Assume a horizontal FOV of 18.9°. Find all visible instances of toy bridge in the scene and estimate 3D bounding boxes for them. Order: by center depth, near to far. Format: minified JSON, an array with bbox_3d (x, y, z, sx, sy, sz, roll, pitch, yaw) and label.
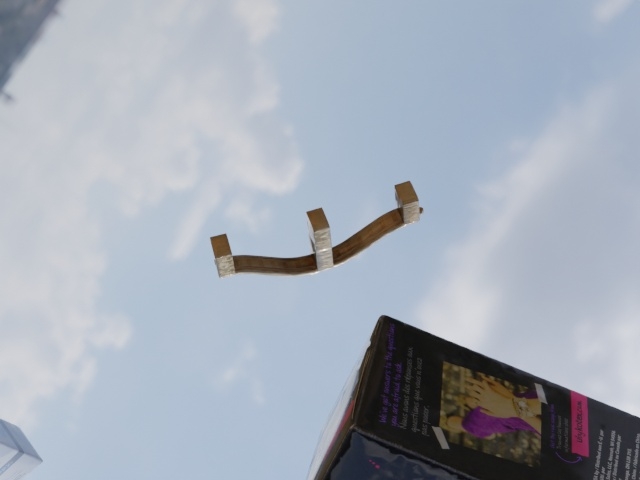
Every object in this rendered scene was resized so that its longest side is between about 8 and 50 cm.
[{"bbox_3d":[0.000,0.000,1.654,0.063,0.188,0.026,85,-13,-51],"label":"toy bridge"}]

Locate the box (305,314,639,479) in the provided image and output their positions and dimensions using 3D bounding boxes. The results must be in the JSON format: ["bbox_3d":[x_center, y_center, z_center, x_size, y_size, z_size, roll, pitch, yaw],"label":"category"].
[{"bbox_3d":[0.133,0.205,1.575,0.143,0.270,0.165,-71,-176,-49],"label":"box"}]

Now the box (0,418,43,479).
[{"bbox_3d":[-0.283,0.173,1.324,0.145,0.038,0.186,-40,162,-2],"label":"box"}]
